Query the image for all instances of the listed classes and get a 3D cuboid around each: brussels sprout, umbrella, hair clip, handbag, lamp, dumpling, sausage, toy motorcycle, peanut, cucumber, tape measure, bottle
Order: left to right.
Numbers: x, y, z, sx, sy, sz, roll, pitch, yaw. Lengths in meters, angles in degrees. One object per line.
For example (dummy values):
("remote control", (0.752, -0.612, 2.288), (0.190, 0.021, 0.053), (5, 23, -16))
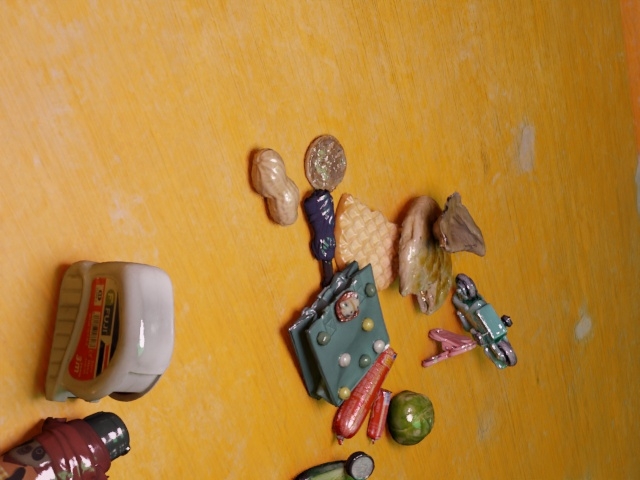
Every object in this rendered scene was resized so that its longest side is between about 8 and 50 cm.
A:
("bottle", (-0.448, 0.376, 1.382), (0.271, 0.143, 0.156), (-27, 76, -41))
("tape measure", (-0.349, 0.159, 1.399), (0.125, 0.246, 0.243), (14, 78, -53))
("peanut", (-0.093, -0.110, 1.766), (0.082, 0.082, 0.187), (-51, 131, -31))
("umbrella", (0.007, -0.002, 1.913), (0.071, 0.071, 0.248), (-33, 125, -42))
("cucumber", (0.014, 0.573, 1.992), (0.244, 0.063, 0.115), (16, 99, -50))
("handbag", (0.060, 0.227, 1.943), (0.268, 0.100, 0.274), (-42, 135, -37))
("lamp", (0.075, 0.677, 2.041), (0.130, 0.108, 0.371), (-16, 109, -19))
("sausage", (0.103, 0.383, 2.063), (0.074, 0.074, 0.274), (52, 58, -39))
("sausage", (0.151, 0.458, 2.154), (0.048, 0.050, 0.145), (14, 85, -22))
("brussels sprout", (0.243, 0.473, 2.205), (0.155, 0.117, 0.155), (-4, 97, -39))
("dumpling", (0.334, -0.035, 2.119), (0.332, 0.086, 0.166), (12, 60, -64))
("hair clip", (0.365, 0.310, 2.309), (0.123, 0.138, 0.102), (-14, 111, -55))
("toy motorcycle", (0.454, 0.236, 2.363), (0.109, 0.198, 0.296), (-29, 79, -11))

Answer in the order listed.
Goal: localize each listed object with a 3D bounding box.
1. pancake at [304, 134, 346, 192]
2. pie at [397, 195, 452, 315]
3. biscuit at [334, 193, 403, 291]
("pancake", (0.013, -0.177, 1.918), (0.139, 0.022, 0.140), (-8, 101, -47))
("pie", (0.279, 0.030, 2.176), (0.337, 0.075, 0.338), (-6, 97, -63))
("biscuit", (0.126, 0.026, 2.065), (0.309, 0.040, 0.205), (33, 71, -46))
